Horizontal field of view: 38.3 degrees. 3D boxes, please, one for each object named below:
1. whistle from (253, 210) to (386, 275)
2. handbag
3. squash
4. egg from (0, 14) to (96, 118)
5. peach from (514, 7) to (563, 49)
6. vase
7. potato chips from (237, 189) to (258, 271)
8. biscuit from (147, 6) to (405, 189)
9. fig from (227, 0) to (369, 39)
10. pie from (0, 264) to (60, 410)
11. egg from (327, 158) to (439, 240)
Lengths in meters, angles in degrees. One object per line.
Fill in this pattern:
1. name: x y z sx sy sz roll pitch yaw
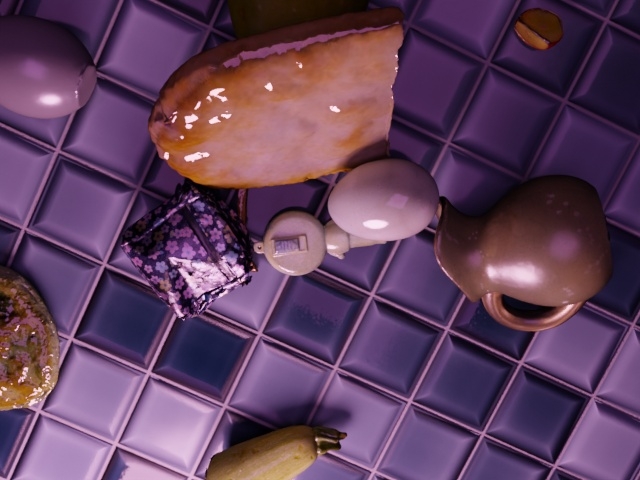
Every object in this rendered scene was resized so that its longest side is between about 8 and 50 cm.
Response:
1. whistle: 0.000 0.000 1.769 0.258 0.067 0.126 -7 99 -3
2. handbag: -0.241 0.014 1.732 0.208 0.127 0.228 -34 101 7
3. squash: -0.092 0.425 1.834 0.288 0.137 0.137 -32 100 -7
4. egg: -0.521 -0.313 1.642 0.232 0.176 0.176 24 99 -4
5. peach: 0.402 -0.390 1.712 0.083 0.050 0.077 -1 77 -10
6. vase: 0.385 0.046 1.725 0.303 0.240 0.329 -11 124 13
7. potato chips: -0.146 -0.036 1.779 0.037 0.026 0.203 -4 100 -5
8. biscuit: -0.068 -0.217 1.581 0.447 0.429 0.103 -13 67 2
9. fig: -0.039 -0.414 1.603 0.258 0.258 0.326 4 113 -2
10. pie: -0.660 0.193 1.789 0.323 0.070 0.323 0 99 -1
11. egg: 0.114 -0.073 1.688 0.209 0.151 0.151 -6 101 23
